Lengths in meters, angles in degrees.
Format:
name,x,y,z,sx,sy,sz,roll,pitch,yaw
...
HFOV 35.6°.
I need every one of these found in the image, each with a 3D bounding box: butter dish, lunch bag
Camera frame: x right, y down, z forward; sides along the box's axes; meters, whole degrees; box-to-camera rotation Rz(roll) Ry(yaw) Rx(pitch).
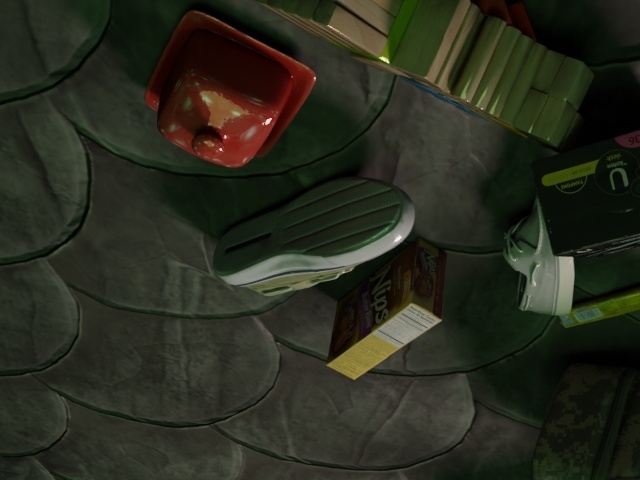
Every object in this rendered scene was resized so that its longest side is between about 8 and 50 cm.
name,x,y,z,sx,sy,sz,roll,pitch,yaw
butter dish,-0.109,-0.136,1.070,0.159,0.118,0.160,26,138,-14
lunch bag,0.453,0.322,1.346,0.256,0.213,0.305,4,139,32

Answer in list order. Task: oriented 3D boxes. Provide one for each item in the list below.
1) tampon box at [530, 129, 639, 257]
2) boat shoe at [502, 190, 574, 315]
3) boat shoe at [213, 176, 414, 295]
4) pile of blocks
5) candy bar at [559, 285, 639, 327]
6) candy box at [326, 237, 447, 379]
name,x,y,z,sx,sy,sz,roll,pitch,yaw
tampon box,0.306,-0.045,1.028,0.120,0.102,0.161,-17,171,28
boat shoe,0.257,0.016,1.184,0.081,0.079,0.228,-3,140,11
boat shoe,0.000,0.000,1.228,0.302,0.109,0.094,-14,149,39
pile of blocks,0.120,-0.204,0.972,0.362,0.149,0.113,23,96,-25
candy bar,0.376,0.081,1.275,0.161,0.018,0.040,-20,126,32
candy box,0.084,0.090,1.287,0.053,0.109,0.186,30,135,-20
